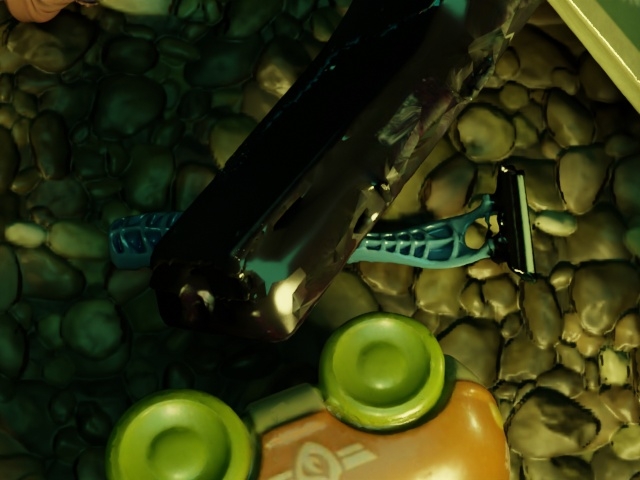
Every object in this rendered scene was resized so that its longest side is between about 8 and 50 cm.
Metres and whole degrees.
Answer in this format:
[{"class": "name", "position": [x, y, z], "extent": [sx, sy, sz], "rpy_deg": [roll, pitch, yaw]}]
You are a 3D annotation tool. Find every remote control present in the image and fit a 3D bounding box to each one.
[{"class": "remote control", "position": [0.047, -0.110, 0.803], "extent": [0.062, 0.145, 0.398], "rpy_deg": [49, 64, -27]}]

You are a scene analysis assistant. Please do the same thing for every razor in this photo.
[{"class": "razor", "position": [0.000, 0.000, 0.842], "extent": [0.253, 0.042, 0.082], "rpy_deg": [-2, 56, -2]}]

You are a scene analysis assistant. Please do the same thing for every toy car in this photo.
[{"class": "toy car", "position": [0.010, 0.175, 0.719], "extent": [0.235, 0.145, 0.235], "rpy_deg": [-1, 61, 2]}]

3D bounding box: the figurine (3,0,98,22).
[{"class": "figurine", "position": [-0.189, -0.191, 0.858], "extent": [0.157, 0.126, 0.114], "rpy_deg": [5, 117, 22]}]

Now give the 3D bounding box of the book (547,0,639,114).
[{"class": "book", "position": [0.213, -0.177, 0.827], "extent": [0.283, 0.025, 0.214], "rpy_deg": [43, 65, -23]}]
